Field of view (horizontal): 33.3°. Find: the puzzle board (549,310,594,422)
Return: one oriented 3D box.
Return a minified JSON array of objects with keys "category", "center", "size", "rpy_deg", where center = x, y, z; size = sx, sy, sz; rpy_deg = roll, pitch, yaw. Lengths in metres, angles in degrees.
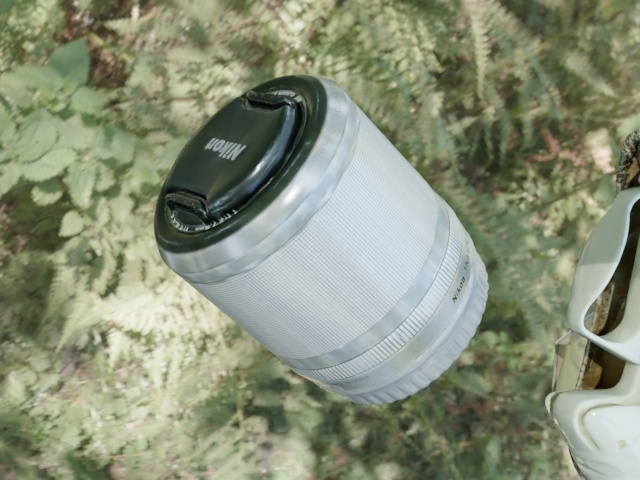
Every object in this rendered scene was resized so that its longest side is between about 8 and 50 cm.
[{"category":"puzzle board","center":[0.310,0.148,1.295],"size":[0.096,0.011,0.128],"rpy_deg":[-31,133,-33]}]

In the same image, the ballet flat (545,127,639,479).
[{"category":"ballet flat","center":[0.325,0.109,1.127],"size":[0.182,0.164,0.483],"rpy_deg":[4,96,-35]}]

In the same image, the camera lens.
[{"category":"camera lens","center":[0.000,0.000,0.995],"size":[0.274,0.219,0.219],"rpy_deg":[44,58,-32]}]
